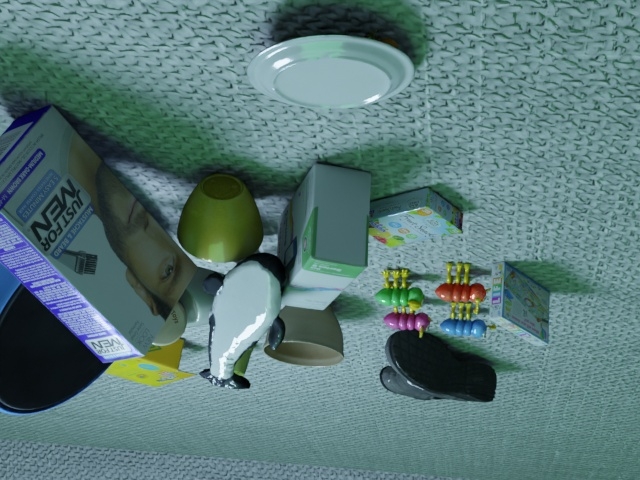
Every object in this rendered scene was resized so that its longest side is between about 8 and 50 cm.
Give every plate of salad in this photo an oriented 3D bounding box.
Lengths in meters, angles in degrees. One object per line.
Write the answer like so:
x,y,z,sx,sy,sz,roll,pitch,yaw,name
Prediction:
0.012,-0.206,1.205,0.200,0.048,0.200,0,165,0,plate of salad

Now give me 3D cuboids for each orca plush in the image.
-0.101,0.117,1.591,0.151,0.102,0.287,23,127,22,orca plush

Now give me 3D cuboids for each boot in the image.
0.206,0.295,2.225,0.338,0.118,0.223,31,152,-35,boot

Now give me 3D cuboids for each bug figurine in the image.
0.216,0.126,1.876,0.216,0.072,0.279,2,156,11,bug figurine

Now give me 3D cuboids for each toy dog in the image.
-0.170,0.052,1.690,0.334,0.160,0.220,-20,-167,-26,toy dog

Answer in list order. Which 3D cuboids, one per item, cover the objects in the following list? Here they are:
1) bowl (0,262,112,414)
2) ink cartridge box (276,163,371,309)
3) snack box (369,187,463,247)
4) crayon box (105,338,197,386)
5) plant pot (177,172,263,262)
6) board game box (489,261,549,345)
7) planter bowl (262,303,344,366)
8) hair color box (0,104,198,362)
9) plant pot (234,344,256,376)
-0.421,0.113,1.647,0.077,0.391,0.391,32,166,24,bowl
0.000,0.000,1.539,0.093,0.154,0.212,8,157,-13,ink cartridge box
0.136,-0.034,1.575,0.141,0.037,0.100,-13,150,38,snack box
-0.463,0.254,2.343,0.319,0.081,0.202,24,151,-33,crayon box
-0.151,-0.045,1.543,0.134,0.134,0.095,7,130,0,plant pot
0.350,0.112,1.768,0.026,0.103,0.154,-14,148,40,board game box
-0.028,0.178,2.014,0.162,0.109,0.162,6,156,3,planter bowl
-0.347,-0.003,1.454,0.110,0.185,0.338,-12,128,39,hair color box
-0.192,0.268,2.304,0.083,0.079,0.083,5,157,2,plant pot
